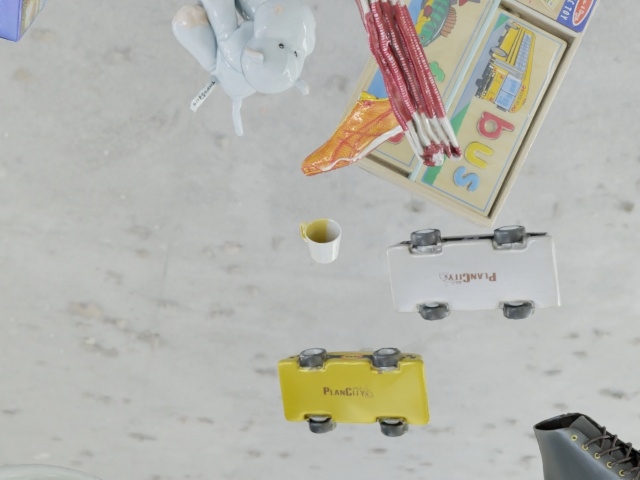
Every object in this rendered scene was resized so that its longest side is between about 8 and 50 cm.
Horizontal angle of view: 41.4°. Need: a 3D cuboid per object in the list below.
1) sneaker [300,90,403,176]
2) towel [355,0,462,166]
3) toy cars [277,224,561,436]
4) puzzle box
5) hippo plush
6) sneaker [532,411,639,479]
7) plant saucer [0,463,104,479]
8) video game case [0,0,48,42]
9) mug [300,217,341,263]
[{"bbox_3d":[0.048,-0.133,0.988,0.175,0.064,0.067,-32,95,8],"label":"sneaker"},{"bbox_3d":[0.013,-0.230,0.624,0.037,0.237,0.329,-23,114,7],"label":"towel"},{"bbox_3d":[0.113,0.103,1.000,0.176,0.087,0.393,45,113,6],"label":"toy cars"},{"bbox_3d":[0.214,-0.253,1.240,0.272,0.408,0.052,25,176,-5],"label":"puzzle box"},{"bbox_3d":[-0.138,-0.360,1.558,0.234,0.294,0.236,26,180,-30],"label":"hippo plush"},{"bbox_3d":[0.332,0.248,0.921,0.222,0.118,0.083,-16,-178,43],"label":"sneaker"},{"bbox_3d":[-0.373,0.485,1.121,0.401,0.400,0.100,18,121,-24],"label":"plant saucer"},{"bbox_3d":[-0.362,-0.429,1.077,0.061,0.244,0.269,16,131,-8],"label":"video game case"},{"bbox_3d":[0.004,0.001,1.446,0.062,0.078,0.064,-13,136,-8],"label":"mug"}]
